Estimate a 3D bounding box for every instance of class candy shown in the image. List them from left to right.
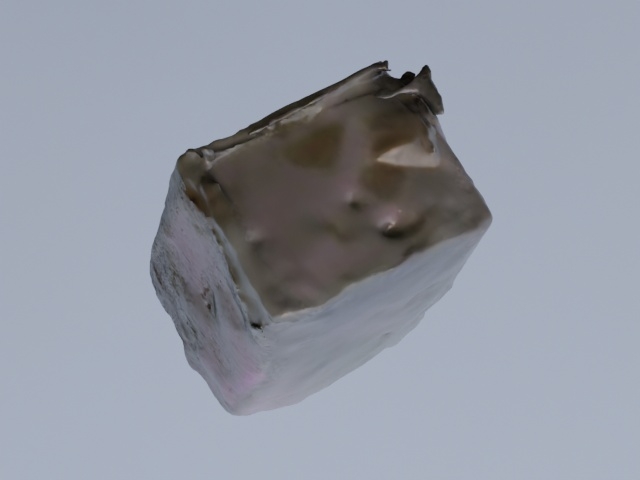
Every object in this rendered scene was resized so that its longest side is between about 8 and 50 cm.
[{"bbox_3d":[0.000,0.000,1.023,0.185,0.137,0.195,-27,163,-25],"label":"candy"}]
